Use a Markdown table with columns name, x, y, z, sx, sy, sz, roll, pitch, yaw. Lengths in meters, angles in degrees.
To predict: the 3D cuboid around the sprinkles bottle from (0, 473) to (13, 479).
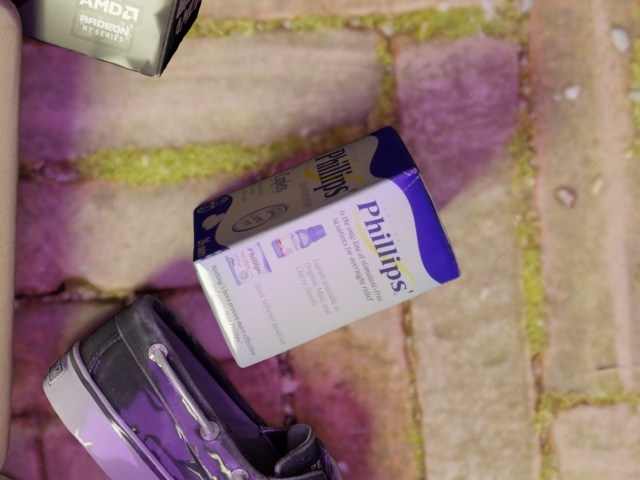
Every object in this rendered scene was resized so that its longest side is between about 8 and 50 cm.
| name | x | y | z | sx | sy | sz | roll | pitch | yaw |
| --- | --- | --- | --- | --- | --- | --- | --- | --- | --- |
| sprinkles bottle | -0.215 | 0.249 | 0.913 | 0.121 | 0.355 | 0.121 | -1 | 107 | -5 |

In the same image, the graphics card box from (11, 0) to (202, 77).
| name | x | y | z | sx | sy | sz | roll | pitch | yaw |
| --- | --- | --- | --- | --- | --- | --- | --- | --- | --- |
| graphics card box | -0.138 | -0.286 | 0.826 | 0.233 | 0.094 | 0.371 | 19 | 123 | 0 |

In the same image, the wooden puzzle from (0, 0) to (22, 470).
| name | x | y | z | sx | sy | sz | roll | pitch | yaw |
| --- | --- | --- | --- | --- | --- | --- | --- | --- | --- |
| wooden puzzle | -0.341 | -0.019 | 0.932 | 0.348 | 0.080 | 0.322 | 7 | 120 | -1 |

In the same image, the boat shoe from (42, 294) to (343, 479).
| name | x | y | z | sx | sy | sz | roll | pitch | yaw |
| --- | --- | --- | --- | --- | --- | --- | --- | --- | --- |
| boat shoe | -0.034 | 0.159 | 1.037 | 0.102 | 0.108 | 0.301 | -40 | 99 | 9 |

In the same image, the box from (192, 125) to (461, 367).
| name | x | y | z | sx | sy | sz | roll | pitch | yaw |
| --- | --- | --- | --- | --- | --- | --- | --- | --- | --- |
| box | 0.000 | 0.000 | 0.975 | 0.137 | 0.126 | 0.072 | -22 | 106 | 2 |
